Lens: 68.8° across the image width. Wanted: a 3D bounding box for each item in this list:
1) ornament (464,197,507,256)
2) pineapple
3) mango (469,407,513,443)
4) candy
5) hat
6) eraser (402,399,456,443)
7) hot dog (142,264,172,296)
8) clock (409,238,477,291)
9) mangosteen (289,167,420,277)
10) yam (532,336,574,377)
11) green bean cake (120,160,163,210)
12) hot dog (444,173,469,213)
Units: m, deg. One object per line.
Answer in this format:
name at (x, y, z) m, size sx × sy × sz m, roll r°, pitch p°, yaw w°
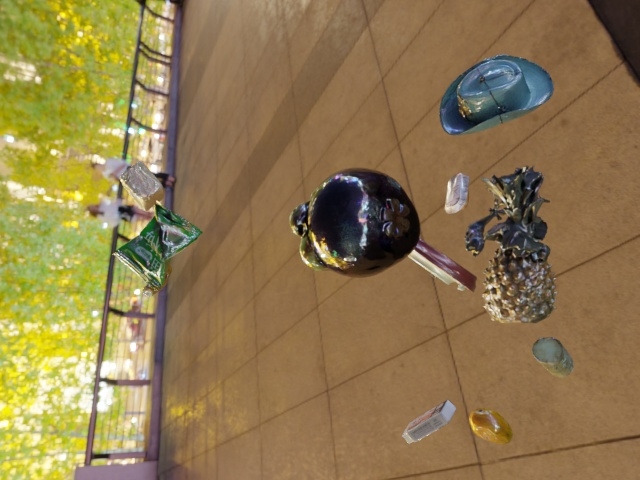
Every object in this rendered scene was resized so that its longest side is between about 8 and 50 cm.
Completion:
ornament at (0.674, -0.066, 1.854) m, size 0.236 × 0.080 × 0.202 m, roll -48°, pitch 11°, yaw 39°
pineapple at (0.317, 0.007, 0.746) m, size 0.125 × 0.125 × 0.251 m, roll 17°, pitch 117°, yaw 62°
mango at (0.616, 0.668, 1.681) m, size 0.089 × 0.165 × 0.115 m, roll -48°, pitch -22°, yaw -56°
candy at (-0.415, 0.013, 1.205) m, size 0.203 × 0.141 × 0.078 m, roll -47°, pitch -3°, yaw 8°
hat at (0.287, -0.254, 0.785) m, size 0.191 × 0.078 × 0.138 m, roll -24°, pitch 56°, yaw 16°
eraser at (0.228, 0.382, 0.985) m, size 0.029 × 0.052 × 0.122 m, roll 49°, pitch 124°, yaw 11°
hot dog at (-0.444, 0.108, 1.293) m, size 0.028 × 0.044 × 0.137 m, roll -47°, pitch 10°, yaw 26°
clock at (0.368, 0.071, 1.534) m, size 0.080 × 0.319 × 0.318 m, roll -57°, pitch 31°, yaw 6°
mangosteen at (0.061, -0.033, 0.904) m, size 0.243 × 0.243 × 0.242 m, roll -29°, pitch 57°, yaw 56°
yam at (0.867, 0.437, 1.733) m, size 0.107 × 0.194 × 0.107 m, roll -25°, pitch 46°, yaw 29°
green bean cake at (-0.548, -0.164, 1.445) m, size 0.085 × 0.109 × 0.179 m, roll -41°, pitch 8°, yaw -17°
hot dog at (0.541, -0.187, 1.846) m, size 0.108 × 0.059 × 0.191 m, roll -26°, pitch 37°, yaw 43°
